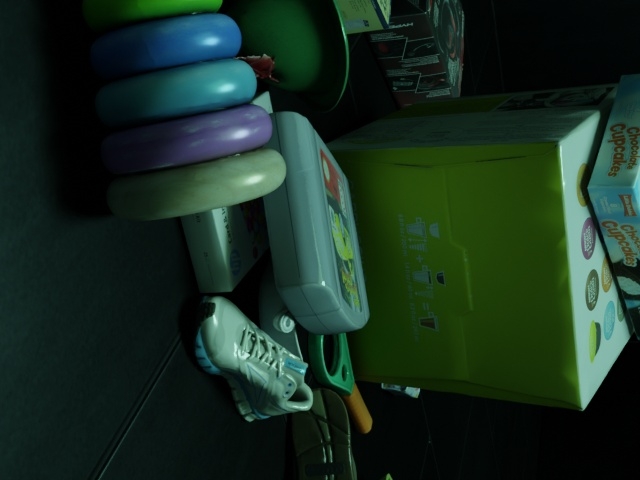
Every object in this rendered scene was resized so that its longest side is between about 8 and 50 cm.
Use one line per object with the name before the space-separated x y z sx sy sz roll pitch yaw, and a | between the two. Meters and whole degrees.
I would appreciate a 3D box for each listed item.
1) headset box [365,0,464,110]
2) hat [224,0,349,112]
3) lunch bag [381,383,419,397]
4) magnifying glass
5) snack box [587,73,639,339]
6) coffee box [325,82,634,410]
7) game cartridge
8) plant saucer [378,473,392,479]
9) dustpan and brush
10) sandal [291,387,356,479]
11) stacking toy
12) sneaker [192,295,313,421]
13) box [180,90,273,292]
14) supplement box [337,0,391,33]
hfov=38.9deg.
headset box | 0.167 -0.366 1.532 0.293 0.110 0.218 53 39 -57
hat | -0.089 -0.191 0.906 0.173 0.183 0.208 56 -24 19
lunch bag | 0.130 0.201 1.432 0.071 0.053 0.083 38 61 -62
magnifying glass | 0.030 0.180 1.193 0.231 0.026 0.092 69 26 -43
snack box | 0.422 -0.033 1.158 0.322 0.060 0.187 56 48 -42
coffee box | 0.233 -0.008 1.238 0.334 0.338 0.337 -32 118 -51
game cartridge | 0.000 0.000 0.951 0.294 0.060 0.196 41 43 -76
plant saucer | 0.083 0.454 1.271 0.188 0.045 0.188 67 27 -44
dustpan and brush | -0.033 0.075 0.955 0.211 0.060 0.147 -12 98 -74
sandal | -0.003 0.282 1.034 0.060 0.090 0.219 97 -9 -69
stacking toy | -0.122 -0.187 0.678 0.141 0.141 0.330 -34 115 -67
sneaker | -0.058 0.112 0.874 0.190 0.083 0.071 60 34 -49
box | -0.084 -0.054 0.891 0.186 0.038 0.145 -51 134 -60
supplement box | 0.045 -0.327 1.223 0.083 0.083 0.056 49 42 -60
